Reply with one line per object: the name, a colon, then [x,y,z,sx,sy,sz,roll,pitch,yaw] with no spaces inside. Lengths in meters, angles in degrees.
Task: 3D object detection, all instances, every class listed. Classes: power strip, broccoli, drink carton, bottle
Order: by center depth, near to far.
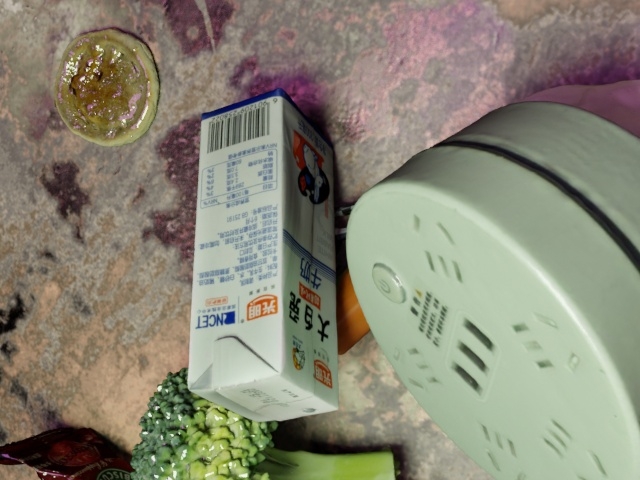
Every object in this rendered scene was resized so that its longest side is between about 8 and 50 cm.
power strip: [0.190,0.068,0.742,0.357,0.161,0.357,44,154,28]
drink carton: [-0.052,0.015,0.877,0.107,0.130,0.315,-15,60,24]
broccoli: [-0.076,0.313,0.937,0.302,0.249,0.375,-10,88,26]
bottle: [0.064,0.044,0.943,0.187,0.069,0.069,-44,80,20]

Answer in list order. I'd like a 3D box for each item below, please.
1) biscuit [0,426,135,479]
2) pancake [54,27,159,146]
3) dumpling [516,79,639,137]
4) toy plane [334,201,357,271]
biscuit: [-0.275,0.308,1.071,0.235,0.151,0.063,38,105,15]
pancake: [-0.266,-0.187,1.067,0.152,0.025,0.151,3,99,20]
dumpling: [0.271,-0.068,0.810,0.250,0.132,0.162,-2,104,40]
toy plane: [0.001,0.001,0.971,0.197,0.053,0.078,-18,81,27]
